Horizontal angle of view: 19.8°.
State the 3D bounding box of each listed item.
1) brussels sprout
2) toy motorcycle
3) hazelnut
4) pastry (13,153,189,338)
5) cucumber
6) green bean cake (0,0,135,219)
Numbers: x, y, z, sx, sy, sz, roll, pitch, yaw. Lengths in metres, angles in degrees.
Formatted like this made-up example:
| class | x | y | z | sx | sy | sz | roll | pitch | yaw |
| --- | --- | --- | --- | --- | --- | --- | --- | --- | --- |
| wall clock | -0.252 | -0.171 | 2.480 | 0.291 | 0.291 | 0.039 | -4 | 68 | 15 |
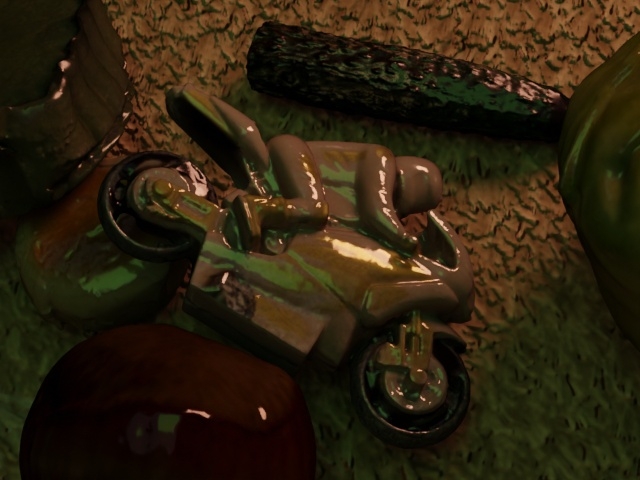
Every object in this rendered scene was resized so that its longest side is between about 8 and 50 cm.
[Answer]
| class | x | y | z | sx | sy | sz | roll | pitch | yaw |
| --- | --- | --- | --- | --- | --- | --- | --- | --- | --- |
| brussels sprout | 0.327 | -0.035 | 1.351 | 0.328 | 0.247 | 0.328 | -3 | 80 | 15 |
| toy motorcycle | 0.000 | 0.000 | 1.453 | 0.341 | 0.108 | 0.223 | 33 | 66 | 4 |
| hazelnut | -0.124 | 0.171 | 1.386 | 0.229 | 0.229 | 0.229 | -4 | 66 | 9 |
| pastry | -0.180 | 0.000 | 1.523 | 0.166 | 0.088 | 0.165 | -3 | 64 | 7 |
| cucumber | 0.083 | -0.128 | 1.539 | 0.294 | 0.067 | 0.067 | 13 | 70 | 15 |
| green bean cake | -0.278 | -0.112 | 1.526 | 0.227 | 0.125 | 0.222 | -13 | 35 | 18 |
